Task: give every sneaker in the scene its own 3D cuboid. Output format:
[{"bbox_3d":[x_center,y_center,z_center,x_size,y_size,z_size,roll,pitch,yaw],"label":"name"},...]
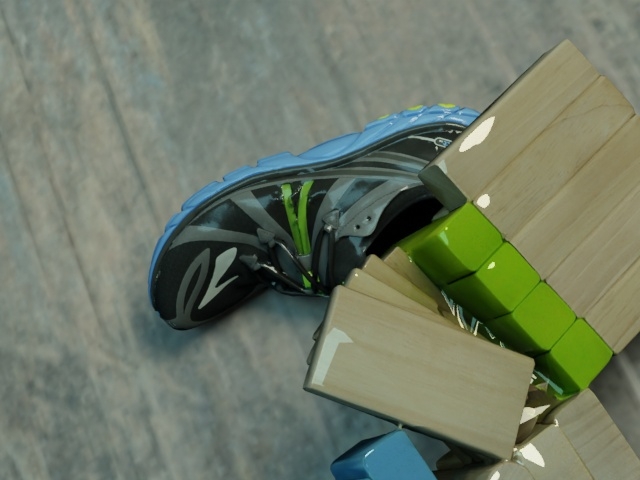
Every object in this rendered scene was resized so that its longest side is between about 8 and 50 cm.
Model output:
[{"bbox_3d":[0.000,0.000,0.646,0.188,0.067,0.078,-22,61,15],"label":"sneaker"}]

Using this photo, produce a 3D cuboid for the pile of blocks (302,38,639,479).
[{"bbox_3d":[0.041,0.100,0.550,0.149,0.112,0.362,24,72,-11],"label":"pile of blocks"}]
